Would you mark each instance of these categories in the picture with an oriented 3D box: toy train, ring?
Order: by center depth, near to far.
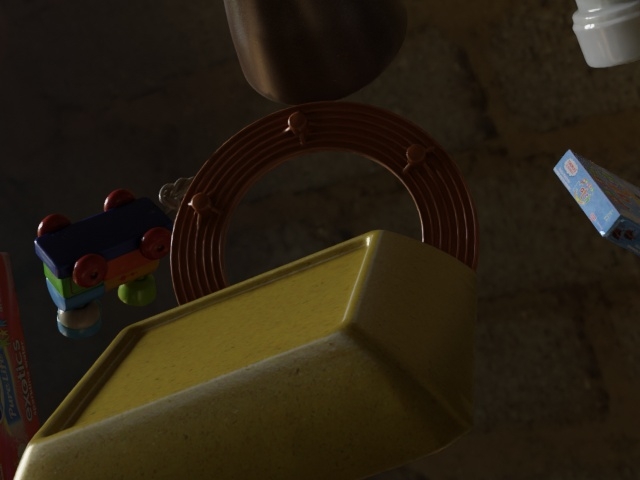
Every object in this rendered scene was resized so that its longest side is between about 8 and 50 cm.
[{"bbox_3d":[0.000,0.000,1.355,0.336,0.336,0.032,-19,-23,5],"label":"ring"},{"bbox_3d":[-0.214,0.017,1.527,0.248,0.143,0.105,-24,48,-29],"label":"toy train"}]

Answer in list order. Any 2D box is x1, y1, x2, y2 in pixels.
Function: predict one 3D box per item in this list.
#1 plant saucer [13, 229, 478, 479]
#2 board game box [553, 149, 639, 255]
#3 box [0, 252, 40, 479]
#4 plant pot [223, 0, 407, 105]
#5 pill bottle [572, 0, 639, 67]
[{"bbox_3d":[-0.057,0.096,0.912,0.333,0.081,0.333,-22,13,13],"label":"plant saucer"},{"bbox_3d":[0.394,-0.018,1.532,0.039,0.211,0.160,-55,28,21],"label":"board game box"},{"bbox_3d":[-0.350,0.146,1.196,0.122,0.257,0.128,-10,0,10],"label":"box"},{"bbox_3d":[-0.030,-0.309,1.469,0.215,0.230,0.215,-9,56,14],"label":"plant pot"},{"bbox_3d":[0.152,-0.206,0.688,0.117,0.208,0.117,-21,13,5],"label":"pill bottle"}]
